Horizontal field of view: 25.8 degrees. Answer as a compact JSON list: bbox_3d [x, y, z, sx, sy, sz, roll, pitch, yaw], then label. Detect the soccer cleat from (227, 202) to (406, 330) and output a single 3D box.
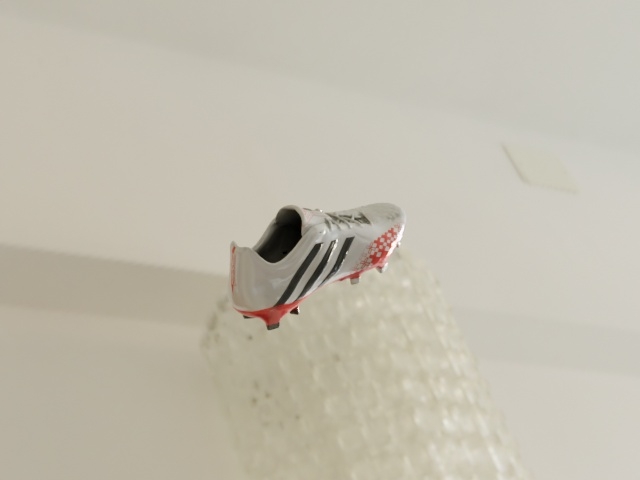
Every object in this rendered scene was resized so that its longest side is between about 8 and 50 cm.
[{"bbox_3d":[0.000,0.000,0.493,0.083,0.029,0.035,-30,-56,-35],"label":"soccer cleat"}]
